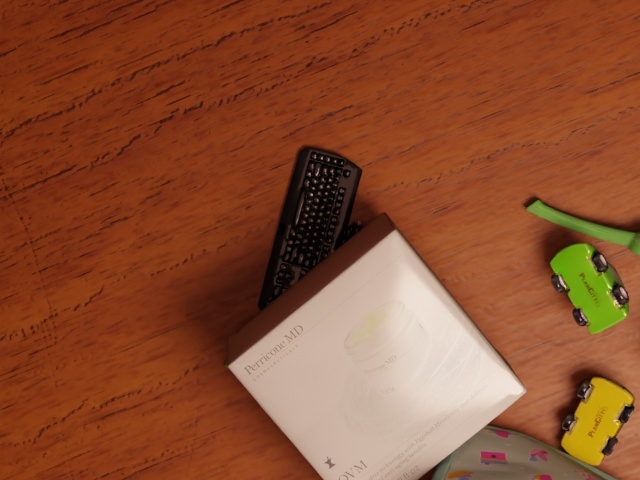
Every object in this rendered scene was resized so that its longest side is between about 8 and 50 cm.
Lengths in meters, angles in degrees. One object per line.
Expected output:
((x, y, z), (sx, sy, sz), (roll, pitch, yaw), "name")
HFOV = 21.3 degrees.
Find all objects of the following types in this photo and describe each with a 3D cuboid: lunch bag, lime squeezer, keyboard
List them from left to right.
((0.000, 0.000, 1.858), (0.100, 0.038, 0.192), (15, 93, 2), "keyboard")
((0.222, 0.310, 1.756), (0.262, 0.223, 0.160), (34, 112, 1), "lunch bag")
((0.357, 0.059, 1.831), (0.110, 0.059, 0.310), (-36, 90, 3), "lime squeezer")

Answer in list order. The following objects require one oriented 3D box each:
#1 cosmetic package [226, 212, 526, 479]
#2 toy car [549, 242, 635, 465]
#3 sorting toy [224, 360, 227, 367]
((0.055, 0.131, 1.793), (0.224, 0.138, 0.225), (-40, 97, 3), "cosmetic package")
((0.324, 0.100, 1.808), (0.239, 0.053, 0.225), (-31, 88, 27), "toy car")
((-0.062, 0.134, 1.876), (0.083, 0.012, 0.062), (-26, 90, 3), "sorting toy")
